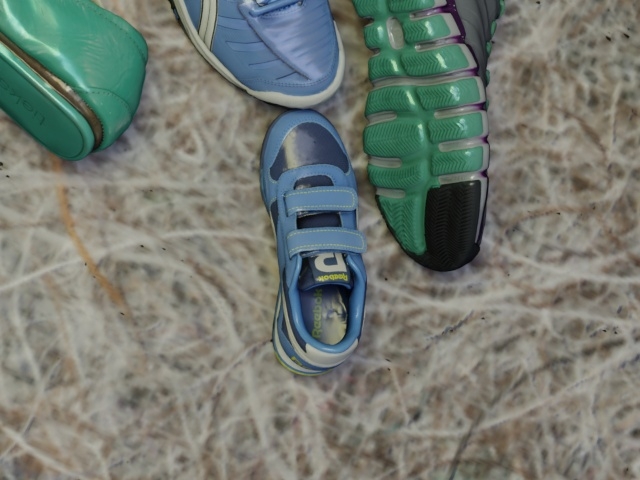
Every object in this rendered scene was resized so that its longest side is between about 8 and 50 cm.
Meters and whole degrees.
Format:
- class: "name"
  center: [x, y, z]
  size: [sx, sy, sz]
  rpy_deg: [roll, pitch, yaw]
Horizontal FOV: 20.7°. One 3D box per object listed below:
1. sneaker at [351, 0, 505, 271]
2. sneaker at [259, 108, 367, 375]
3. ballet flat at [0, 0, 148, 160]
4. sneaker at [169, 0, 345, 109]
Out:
- class: "sneaker"
  center: [0.075, -0.098, 0.944]
  size: [0.098, 0.083, 0.224]
  rpy_deg: [-21, 109, -40]
- class: "sneaker"
  center: [0.000, 0.000, 0.932]
  size: [0.053, 0.059, 0.144]
  rpy_deg: [-6, 89, -12]
- class: "ballet flat"
  center: [-0.189, -0.143, 0.887]
  size: [0.247, 0.083, 0.087]
  rpy_deg: [39, 57, -11]
- class: "sneaker"
  center: [-0.048, -0.164, 0.909]
  size: [0.080, 0.081, 0.211]
  rpy_deg: [-29, 96, -12]
